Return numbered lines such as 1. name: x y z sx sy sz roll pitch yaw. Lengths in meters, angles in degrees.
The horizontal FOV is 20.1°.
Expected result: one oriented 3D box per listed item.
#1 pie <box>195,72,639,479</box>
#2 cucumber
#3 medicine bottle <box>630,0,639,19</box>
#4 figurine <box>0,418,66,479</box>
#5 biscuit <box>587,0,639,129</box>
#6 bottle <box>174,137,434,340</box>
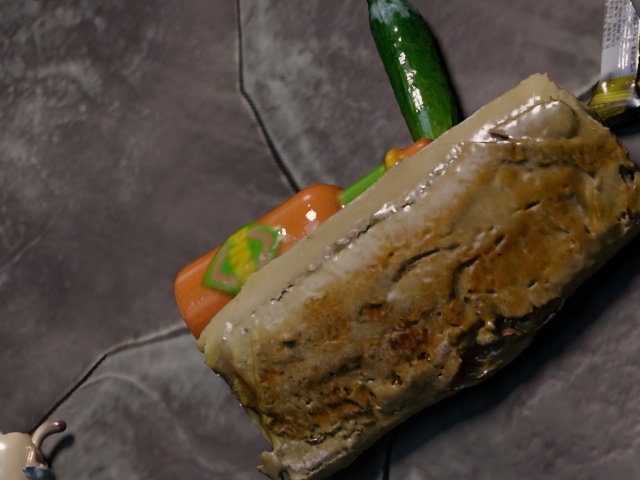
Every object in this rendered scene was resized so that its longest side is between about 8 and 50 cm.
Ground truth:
1. pie: 0.055 0.026 1.017 0.282 0.068 0.128 -39 89 14
2. cucumber: 0.055 -0.111 1.110 0.037 0.037 0.155 -34 54 22
3. medicine bottle: 0.233 -0.233 0.885 0.245 0.245 0.306 -35 51 21
4. figurine: -0.192 0.159 1.184 0.051 0.047 0.083 -11 69 23
5. biscuit: 0.185 -0.203 1.056 0.048 0.026 0.292 -8 66 40
6. bottle: 0.000 0.000 1.084 0.187 0.069 0.069 -34 53 21
